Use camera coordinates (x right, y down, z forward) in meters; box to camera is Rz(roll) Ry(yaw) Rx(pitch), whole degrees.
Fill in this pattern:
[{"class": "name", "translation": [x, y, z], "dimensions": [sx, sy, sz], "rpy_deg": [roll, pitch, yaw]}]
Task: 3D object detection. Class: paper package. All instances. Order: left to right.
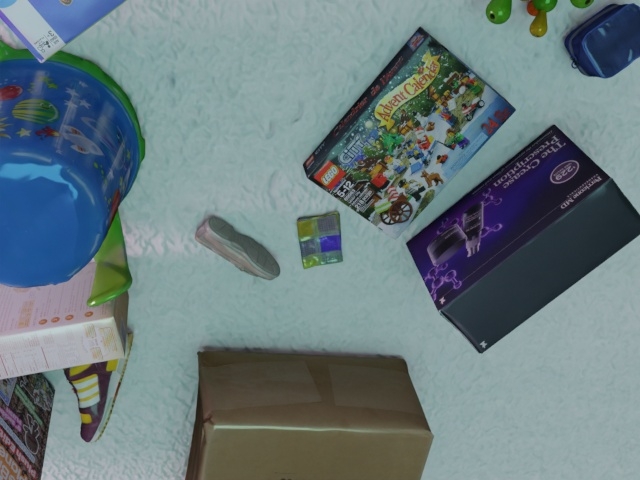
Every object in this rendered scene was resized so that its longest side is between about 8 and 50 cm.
[{"class": "paper package", "translation": [-0.032, 0.329, 1.273], "dimensions": [0.325, 0.168, 0.309], "rpy_deg": [4, 120, -13]}]

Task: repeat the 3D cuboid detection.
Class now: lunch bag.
[{"class": "lunch bag", "translation": [0.355, -0.246, 1.070], "dimensions": [0.098, 0.065, 0.067], "rpy_deg": [-34, 106, 3]}]

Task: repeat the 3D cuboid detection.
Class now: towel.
[{"class": "towel", "translation": [0.000, 0.000, 1.179], "dimensions": [0.060, 0.009, 0.083], "rpy_deg": [-9, 121, -7]}]

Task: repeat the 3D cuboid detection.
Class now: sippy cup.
[{"class": "sippy cup", "translation": [-0.318, -0.069, 0.955], "dimensions": [0.306, 0.224, 0.240], "rpy_deg": [24, 112, -22]}]

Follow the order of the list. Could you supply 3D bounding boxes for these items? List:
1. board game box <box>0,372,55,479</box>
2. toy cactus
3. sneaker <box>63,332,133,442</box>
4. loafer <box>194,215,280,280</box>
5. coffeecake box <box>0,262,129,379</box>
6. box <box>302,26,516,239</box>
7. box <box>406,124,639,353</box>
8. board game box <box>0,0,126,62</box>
[{"class": "board game box", "translation": [-0.487, 0.278, 1.085], "dimensions": [0.232, 0.291, 0.141], "rpy_deg": [-24, 121, 3]}, {"class": "toy cactus", "translation": [0.264, -0.349, 0.989], "dimensions": [0.219, 0.112, 0.180], "rpy_deg": [-35, 101, 13]}, {"class": "sneaker", "translation": [-0.323, 0.198, 1.206], "dimensions": [0.084, 0.069, 0.185], "rpy_deg": [18, 109, -10]}, {"class": "loafer", "translation": [-0.111, 0.016, 1.153], "dimensions": [0.125, 0.045, 0.039], "rpy_deg": [38, 124, -20]}, {"class": "coffeecake box", "translation": [-0.345, 0.099, 1.094], "dimensions": [0.186, 0.142, 0.068], "rpy_deg": [-9, 121, -5]}, {"class": "box", "translation": [0.112, -0.131, 1.103], "dimensions": [0.159, 0.044, 0.233], "rpy_deg": [33, 109, -26]}, {"class": "box", "translation": [0.258, -0.006, 1.123], "dimensions": [0.261, 0.184, 0.103], "rpy_deg": [-40, 119, 12]}, {"class": "board game box", "translation": [-0.148, -0.334, 0.828], "dimensions": [0.347, 0.233, 0.078], "rpy_deg": [-33, 120, 9]}]
